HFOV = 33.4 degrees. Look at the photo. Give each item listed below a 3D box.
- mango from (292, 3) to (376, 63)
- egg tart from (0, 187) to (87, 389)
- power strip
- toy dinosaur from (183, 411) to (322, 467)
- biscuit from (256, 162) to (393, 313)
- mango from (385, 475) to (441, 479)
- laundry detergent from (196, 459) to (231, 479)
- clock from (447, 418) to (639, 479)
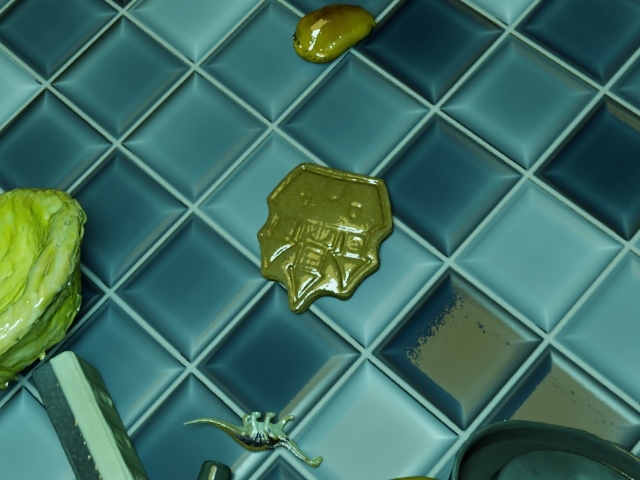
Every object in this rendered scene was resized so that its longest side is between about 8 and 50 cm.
[{"bbox_3d":[0.018,-0.306,1.562,0.127,0.063,0.077,-25,97,-7],"label":"mango"},{"bbox_3d":[-0.426,0.075,1.403,0.345,0.132,0.345,-22,40,20],"label":"egg tart"},{"bbox_3d":[-0.281,0.258,1.350,0.070,0.105,0.256,-30,66,-5],"label":"power strip"},{"bbox_3d":[-0.080,0.240,1.361,0.180,0.037,0.058,12,65,14],"label":"toy dinosaur"},{"bbox_3d":[0.000,-0.001,1.451,0.182,0.034,0.215,13,70,15],"label":"biscuit"},{"bbox_3d":[0.085,0.365,1.226,0.254,0.139,0.175,-15,59,10],"label":"mango"},{"bbox_3d":[-0.159,0.380,1.295,0.099,0.070,0.225,18,70,0],"label":"laundry detergent"},{"bbox_3d":[0.283,0.323,1.141,0.325,0.067,0.325,15,30,-9],"label":"clock"}]
